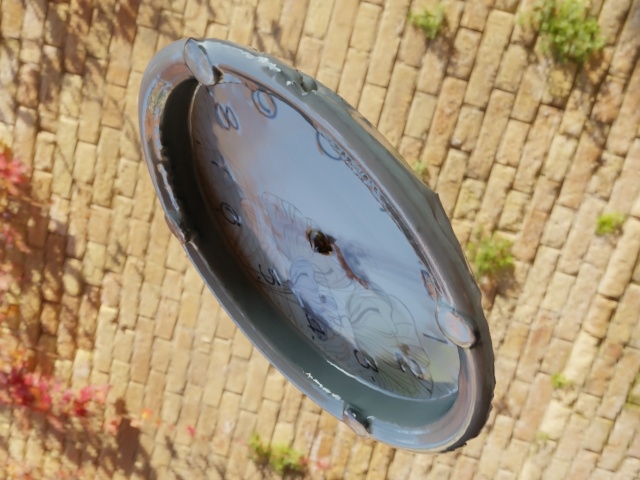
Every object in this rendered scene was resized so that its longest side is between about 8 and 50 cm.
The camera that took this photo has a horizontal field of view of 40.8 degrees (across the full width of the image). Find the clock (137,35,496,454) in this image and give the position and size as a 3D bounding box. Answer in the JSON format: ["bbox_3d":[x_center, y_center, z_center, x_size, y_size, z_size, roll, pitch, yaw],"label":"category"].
[{"bbox_3d":[0.000,0.000,0.425,0.053,0.236,0.236,-38,-21,-28],"label":"clock"}]
